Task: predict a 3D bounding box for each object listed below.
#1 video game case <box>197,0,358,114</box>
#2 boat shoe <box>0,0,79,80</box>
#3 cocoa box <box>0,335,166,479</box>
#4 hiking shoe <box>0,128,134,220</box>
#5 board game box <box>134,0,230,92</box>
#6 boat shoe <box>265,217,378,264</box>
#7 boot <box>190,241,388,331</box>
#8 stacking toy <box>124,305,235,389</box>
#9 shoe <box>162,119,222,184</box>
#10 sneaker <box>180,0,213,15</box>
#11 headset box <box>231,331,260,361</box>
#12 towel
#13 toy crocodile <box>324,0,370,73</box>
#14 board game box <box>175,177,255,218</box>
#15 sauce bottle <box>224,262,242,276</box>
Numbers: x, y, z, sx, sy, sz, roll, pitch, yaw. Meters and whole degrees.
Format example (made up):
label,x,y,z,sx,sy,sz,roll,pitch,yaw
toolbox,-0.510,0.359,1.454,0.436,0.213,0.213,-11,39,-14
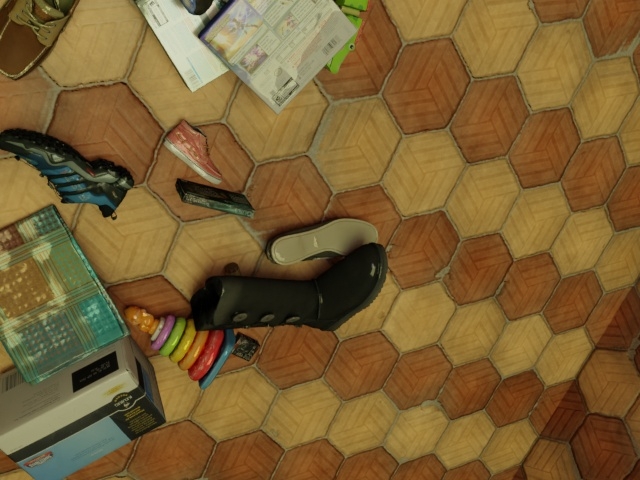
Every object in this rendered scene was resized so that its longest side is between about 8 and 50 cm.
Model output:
label,x,y,z,sx,sy,sz,roll,pitch,yaw
video game case,-0.093,-0.464,1.318,0.269,0.061,0.244,-45,121,7
boat shoe,-0.570,-0.476,1.204,0.122,0.120,0.324,31,99,-31
cocoa box,-0.615,0.413,1.523,0.346,0.231,0.228,-27,128,-8
hiking shoe,-0.589,-0.147,1.352,0.304,0.113,0.132,24,102,-29
board game box,-0.230,-0.517,1.339,0.303,0.097,0.224,-32,122,-4
boat shoe,0.000,0.000,1.687,0.334,0.095,0.112,-11,97,-22
boot,-0.084,0.124,1.586,0.444,0.146,0.367,9,133,-31
stacking toy,-0.399,0.263,1.613,0.301,0.175,0.166,31,101,-19
shoe,-0.297,-0.219,1.466,0.178,0.063,0.081,39,100,-27
sneaker,-0.346,-0.573,1.200,0.147,0.129,0.330,-42,82,15
headset box,-0.232,0.315,1.759,0.083,0.032,0.062,32,98,-30
towel,-0.669,0.135,1.421,0.271,0.040,0.370,-28,100,-9
toy crocodile,0.076,-0.575,1.424,0.105,0.115,0.341,8,110,-25
board game box,-0.267,-0.106,1.495,0.186,0.126,0.026,13,108,-26
sauce bottle,-0.234,0.124,1.663,0.042,0.042,0.128,-21,121,-12
